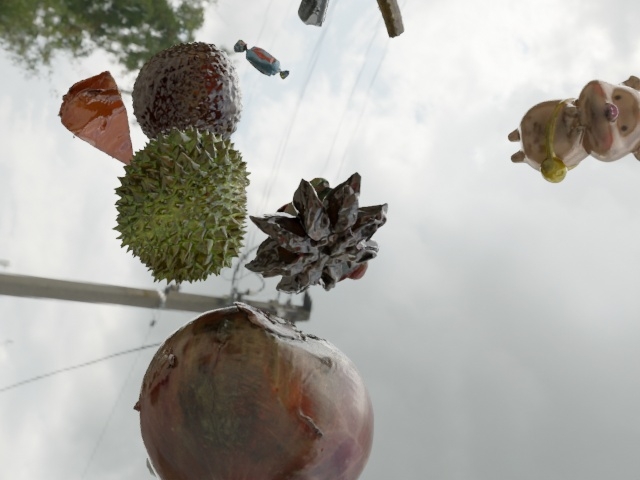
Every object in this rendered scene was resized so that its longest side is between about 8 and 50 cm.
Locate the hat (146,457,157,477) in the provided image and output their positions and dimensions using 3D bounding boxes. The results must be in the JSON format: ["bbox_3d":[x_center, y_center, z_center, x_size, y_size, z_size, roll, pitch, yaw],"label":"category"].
[{"bbox_3d":[-0.226,0.389,1.279,0.112,0.162,0.093,-14,-117,32],"label":"hat"}]

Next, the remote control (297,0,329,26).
[{"bbox_3d":[-0.005,-0.522,1.590,0.266,0.066,0.090,133,-36,-80],"label":"remote control"}]

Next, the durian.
[{"bbox_3d":[-0.208,-0.059,1.152,0.200,0.176,0.236,0,-116,30],"label":"durian"}]

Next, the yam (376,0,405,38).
[{"bbox_3d":[0.153,-0.597,1.834,0.057,0.241,0.056,-14,-139,13],"label":"yam"}]

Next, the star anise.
[{"bbox_3d":[-0.001,-0.001,1.579,0.331,0.332,0.117,-56,-137,23],"label":"star anise"}]

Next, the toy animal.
[{"bbox_3d":[0.455,-0.193,1.362,0.248,0.149,0.165,-10,-88,26],"label":"toy animal"}]

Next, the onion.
[{"bbox_3d":[-0.103,0.257,1.112,0.354,0.354,0.353,-15,-111,46],"label":"onion"}]

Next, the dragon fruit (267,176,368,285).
[{"bbox_3d":[0.010,-0.013,1.878,0.268,0.295,0.130,63,-32,5],"label":"dragon fruit"}]

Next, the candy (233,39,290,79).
[{"bbox_3d":[-0.082,-0.245,1.046,0.030,0.083,0.020,-37,-152,50],"label":"candy"}]

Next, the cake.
[{"bbox_3d":[-0.446,-0.234,1.574,0.135,0.287,0.098,-36,-108,-12],"label":"cake"}]

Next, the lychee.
[{"bbox_3d":[-0.298,-0.321,1.741,0.261,0.261,0.260,-15,-111,46],"label":"lychee"}]
